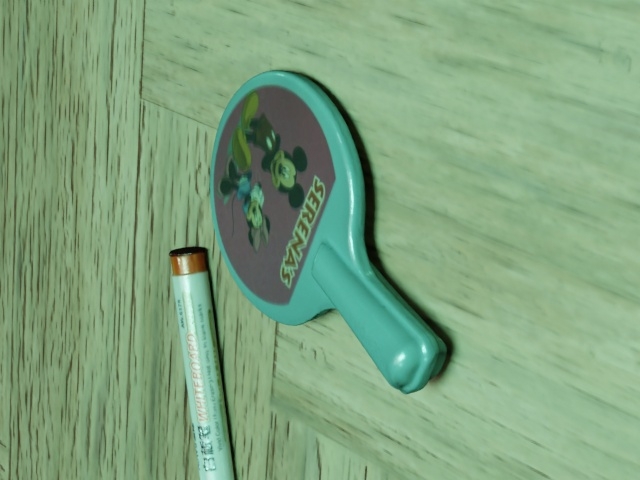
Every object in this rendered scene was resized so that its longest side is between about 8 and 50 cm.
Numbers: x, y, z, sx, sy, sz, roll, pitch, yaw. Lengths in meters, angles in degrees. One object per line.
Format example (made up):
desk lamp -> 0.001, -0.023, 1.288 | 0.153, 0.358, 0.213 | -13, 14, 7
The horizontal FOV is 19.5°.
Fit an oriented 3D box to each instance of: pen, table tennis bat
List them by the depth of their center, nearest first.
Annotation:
table tennis bat -> 0.000, 0.000, 1.121 | 0.244, 0.040, 0.153 | 52, 134, 37
pen -> -0.076, 0.113, 1.246 | 0.026, 0.026, 0.218 | -2, 97, 52
